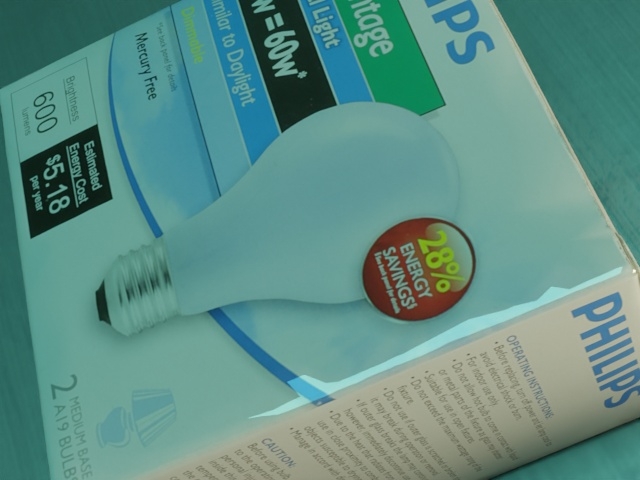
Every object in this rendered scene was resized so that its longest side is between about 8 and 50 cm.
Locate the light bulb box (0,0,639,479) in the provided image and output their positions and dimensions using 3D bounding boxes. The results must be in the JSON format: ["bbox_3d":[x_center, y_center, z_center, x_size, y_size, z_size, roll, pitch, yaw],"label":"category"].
[{"bbox_3d":[0.000,0.000,0.759,0.361,0.225,0.358,-25,56,8],"label":"light bulb box"}]
